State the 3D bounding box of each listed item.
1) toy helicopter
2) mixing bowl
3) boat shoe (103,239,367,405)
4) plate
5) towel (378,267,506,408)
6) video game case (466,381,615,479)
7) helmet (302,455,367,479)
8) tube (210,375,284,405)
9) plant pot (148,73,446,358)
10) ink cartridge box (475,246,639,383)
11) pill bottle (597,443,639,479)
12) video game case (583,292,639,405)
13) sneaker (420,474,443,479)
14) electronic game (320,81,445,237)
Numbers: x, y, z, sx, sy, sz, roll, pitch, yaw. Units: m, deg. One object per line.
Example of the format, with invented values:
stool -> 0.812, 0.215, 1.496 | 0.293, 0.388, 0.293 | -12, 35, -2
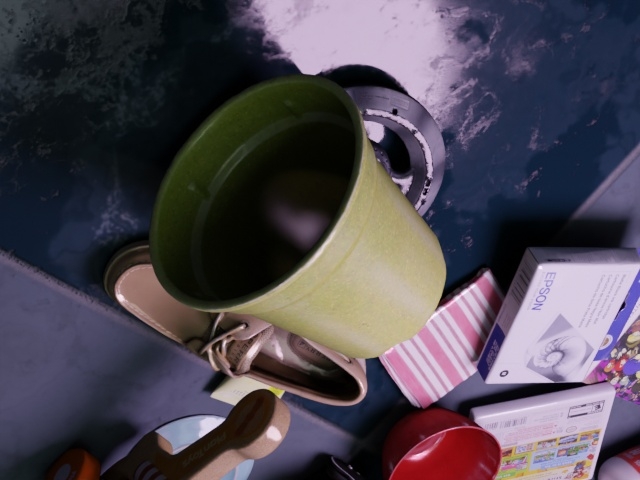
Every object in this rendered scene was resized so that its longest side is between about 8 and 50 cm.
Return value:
toy helicopter -> -0.179, 0.306, 1.437 | 0.355, 0.235, 0.140 | -38, 121, 15
mixing bowl -> 0.157, 0.306, 1.714 | 0.181, 0.098, 0.181 | -13, 127, -18
boat shoe -> -0.093, 0.099, 1.418 | 0.341, 0.110, 0.122 | 21, 116, -16
plate -> -0.175, 0.316, 1.616 | 0.188, 0.024, 0.188 | -12, 127, -17
towel -> 0.181, 0.135, 1.662 | 0.197, 0.029, 0.144 | -36, 129, -2
video game case -> 0.324, 0.310, 1.819 | 0.227, 0.026, 0.206 | -9, 131, -14
helmet -> 0.023, 0.404, 1.678 | 0.169, 0.161, 0.169 | -12, 125, -17
tube -> -0.041, 0.129, 1.534 | 0.240, 0.070, 0.062 | -54, 168, 20
plant pot -> 0.000, 0.000, 1.310 | 0.276, 0.276, 0.254 | -45, 134, 8
ink cartridge box -> 0.349, 0.104, 1.638 | 0.224, 0.045, 0.223 | -1, 129, -22
pill bottle -> 0.652, 0.382, 1.925 | 0.363, 0.210, 0.210 | -22, 128, -11
video game case -> 0.499, 0.147, 1.805 | 0.232, 0.042, 0.210 | 24, 110, -35
sneaker -> 0.177, 0.452, 1.827 | 0.087, 0.092, 0.229 | -13, 125, -15
electronic game -> 0.039, -0.083, 1.433 | 0.229, 0.048, 0.229 | -7, 124, -11
